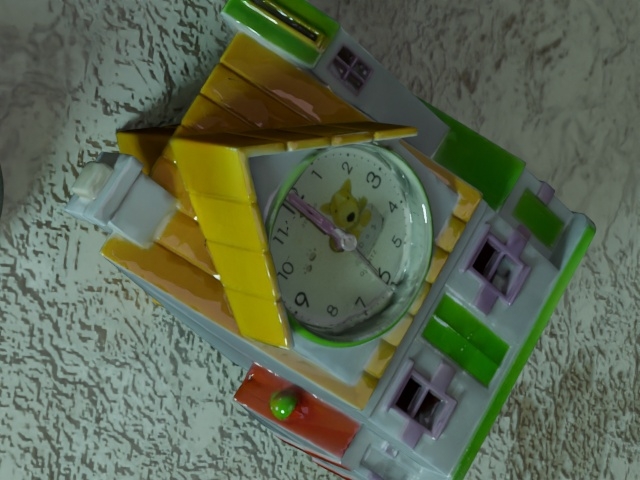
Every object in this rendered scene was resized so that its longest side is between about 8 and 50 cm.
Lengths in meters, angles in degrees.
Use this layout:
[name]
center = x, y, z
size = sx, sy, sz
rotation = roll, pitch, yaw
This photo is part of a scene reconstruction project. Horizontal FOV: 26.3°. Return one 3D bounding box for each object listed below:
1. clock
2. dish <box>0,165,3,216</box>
[clock]
center = 0.000, 0.000, 0.874
size = 0.309, 0.166, 0.235
rotation = 38, 75, -32
[dish]
center = -0.231, -0.023, 0.760
size = 0.141, 0.078, 0.141
rotation = -6, 100, -35
